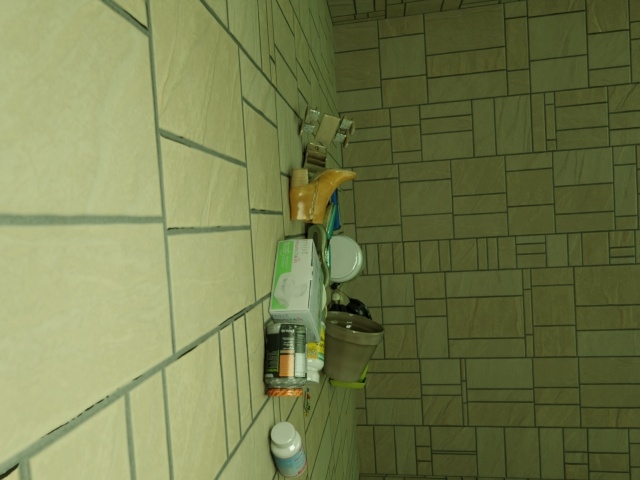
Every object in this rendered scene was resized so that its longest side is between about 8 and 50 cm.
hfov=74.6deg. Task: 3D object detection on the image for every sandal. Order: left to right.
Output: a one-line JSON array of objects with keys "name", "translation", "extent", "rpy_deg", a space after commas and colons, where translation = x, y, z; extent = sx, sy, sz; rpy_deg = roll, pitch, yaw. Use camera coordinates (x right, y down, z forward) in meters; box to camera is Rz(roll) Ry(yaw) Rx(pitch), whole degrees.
[{"name": "sandal", "translation": [-0.033, 0.079, 1.755], "extent": [0.086, 0.120, 0.302], "rpy_deg": [8, 75, -53]}]

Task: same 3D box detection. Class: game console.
[{"name": "game console", "translation": [0.057, -0.177, 2.055], "extent": [0.174, 0.250, 0.292], "rpy_deg": [-1, 82, -38]}]

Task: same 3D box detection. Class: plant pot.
[{"name": "plant pot", "translation": [0.130, 0.531, 2.080], "extent": [0.323, 0.324, 0.279], "rpy_deg": [-24, 127, -81]}, {"name": "plant pot", "translation": [0.166, 0.717, 2.388], "extent": [0.228, 0.228, 0.206], "rpy_deg": [44, 50, -78]}]

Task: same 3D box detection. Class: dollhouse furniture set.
[{"name": "dollhouse furniture set", "translation": [0.010, -0.430, 1.830], "extent": [0.242, 0.213, 0.160], "rpy_deg": [117, -18, -47]}]

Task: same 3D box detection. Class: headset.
[{"name": "headset", "translation": [0.148, 0.420, 2.439], "extent": [0.185, 0.244, 0.393], "rpy_deg": [125, -51, -63]}]

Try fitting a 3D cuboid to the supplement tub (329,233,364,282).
[{"name": "supplement tub", "translation": [0.097, 0.094, 2.094], "extent": [0.325, 0.236, 0.235], "rpy_deg": [35, 52, -79]}]

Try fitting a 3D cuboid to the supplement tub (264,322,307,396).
[{"name": "supplement tub", "translation": [-0.094, 0.329, 1.159], "extent": [0.117, 0.117, 0.190], "rpy_deg": [64, 25, -68]}]

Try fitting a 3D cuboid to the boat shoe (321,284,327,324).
[{"name": "boat shoe", "translation": [-0.029, 0.270, 1.653], "extent": [0.091, 0.109, 0.304], "rpy_deg": [-64, 156, -73]}]

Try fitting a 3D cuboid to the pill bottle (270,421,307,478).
[{"name": "pill bottle", "translation": [-0.091, 0.585, 1.178], "extent": [0.087, 0.087, 0.160], "rpy_deg": [-80, 164, -56]}]

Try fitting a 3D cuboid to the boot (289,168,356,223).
[{"name": "boot", "translation": [0.010, -0.171, 1.630], "extent": [0.104, 0.296, 0.210], "rpy_deg": [12, -75, 59]}]

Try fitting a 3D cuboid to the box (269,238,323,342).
[{"name": "box", "translation": [-0.066, 0.166, 1.363], "extent": [0.231, 0.127, 0.261], "rpy_deg": [74, 16, -53]}]

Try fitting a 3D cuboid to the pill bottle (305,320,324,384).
[{"name": "pill bottle", "translation": [-0.046, 0.383, 1.449], "extent": [0.117, 0.118, 0.208], "rpy_deg": [73, 17, -58]}]

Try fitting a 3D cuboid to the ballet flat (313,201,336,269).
[{"name": "ballet flat", "translation": [0.000, 0.000, 1.859], "extent": [0.123, 0.124, 0.347], "rpy_deg": [9, 86, -81]}]

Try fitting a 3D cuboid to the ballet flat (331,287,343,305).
[{"name": "ballet flat", "translation": [0.099, 0.384, 2.566], "extent": [0.067, 0.073, 0.206], "rpy_deg": [37, 45, -60]}]

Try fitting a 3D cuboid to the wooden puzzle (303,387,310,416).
[{"name": "wooden puzzle", "translation": [-0.051, 0.640, 1.665], "extent": [0.078, 0.014, 0.116], "rpy_deg": [73, 16, -59]}]
